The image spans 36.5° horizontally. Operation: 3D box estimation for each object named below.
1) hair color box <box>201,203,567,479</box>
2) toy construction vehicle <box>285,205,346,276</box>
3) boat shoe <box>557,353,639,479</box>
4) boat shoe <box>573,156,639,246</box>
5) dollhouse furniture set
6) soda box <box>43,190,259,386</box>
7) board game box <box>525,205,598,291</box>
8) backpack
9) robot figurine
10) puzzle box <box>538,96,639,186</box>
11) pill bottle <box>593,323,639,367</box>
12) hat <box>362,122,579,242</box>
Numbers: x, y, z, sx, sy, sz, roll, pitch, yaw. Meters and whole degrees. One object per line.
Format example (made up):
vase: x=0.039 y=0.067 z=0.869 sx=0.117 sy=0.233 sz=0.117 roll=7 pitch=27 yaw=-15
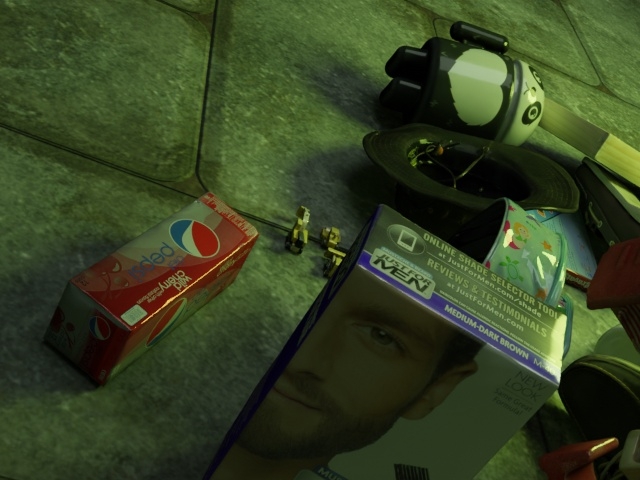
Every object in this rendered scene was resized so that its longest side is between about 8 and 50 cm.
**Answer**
hair color box: x=0.040 y=0.155 z=0.852 sx=0.185 sy=0.339 sz=0.110 roll=31 pitch=33 yaw=-2
toy construction vehicle: x=0.000 y=0.000 z=1.296 sx=0.086 sy=0.035 sz=0.098 roll=25 pitch=34 yaw=-11
boat shoe: x=0.411 y=0.285 z=1.175 sx=0.130 sy=0.132 sz=0.355 roll=-8 pitch=49 yaw=-44
boat shoe: x=0.504 y=-0.037 z=1.651 sx=0.116 sy=0.097 sz=0.324 roll=28 pitch=20 yaw=-28
dollhouse furniture set: x=0.371 y=0.177 z=1.040 sx=0.201 sy=0.152 sz=0.374 roll=52 pitch=49 yaw=-20
soda box: x=-0.173 y=0.045 z=1.047 sx=0.083 sy=0.092 sz=0.263 roll=37 pitch=34 yaw=9
board game box: x=0.394 y=-0.029 z=1.658 sx=0.145 sy=0.027 sz=0.281 roll=26 pitch=34 yaw=-15
backpack: x=0.188 y=0.084 z=1.141 sx=0.191 sy=0.253 sz=0.225 roll=31 pitch=32 yaw=-1
robot figurine: x=0.248 y=-0.252 z=1.676 sx=0.278 sy=0.209 sz=0.173 roll=14 pitch=28 yaw=-9
puzzle box: x=0.563 y=-0.141 z=1.783 sx=0.409 sy=0.052 sz=0.272 roll=23 pitch=14 yaw=-32
pill bottle: x=0.491 y=0.156 z=1.425 sx=0.193 sy=0.108 sz=0.108 roll=-15 pitch=55 yaw=-48
hat: x=0.212 y=-0.061 z=1.458 sx=0.331 sy=0.134 sz=0.331 roll=11 pitch=24 yaw=-5
